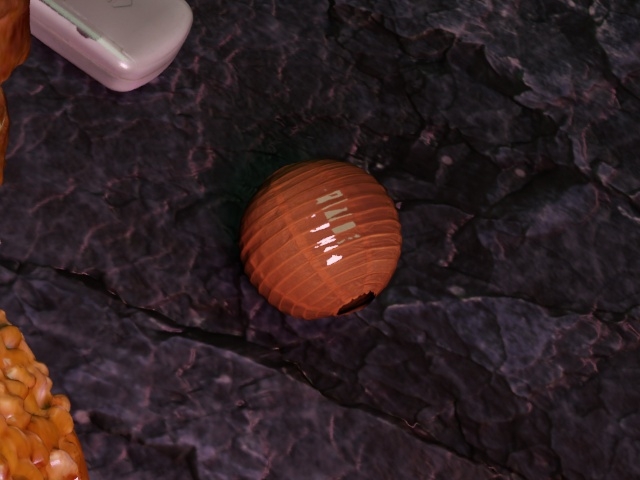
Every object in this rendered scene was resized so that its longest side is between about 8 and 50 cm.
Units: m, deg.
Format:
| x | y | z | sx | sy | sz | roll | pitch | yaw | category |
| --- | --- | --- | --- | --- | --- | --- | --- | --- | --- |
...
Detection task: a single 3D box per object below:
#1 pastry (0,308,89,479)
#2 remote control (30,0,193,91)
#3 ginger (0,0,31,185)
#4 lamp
| x | y | z | sx | sy | sz | roll | pitch | yaw | category |
| --- | --- | --- | --- | --- | --- | --- | --- | --- | --- |
| -0.310 | 0.153 | 1.148 | 0.409 | 0.245 | 0.410 | 27 | 36 | -22 | pastry |
| -0.252 | -0.246 | 1.754 | 0.296 | 0.056 | 0.140 | 36 | 41 | 0 | remote control |
| -0.391 | -0.210 | 1.445 | 0.418 | 0.176 | 0.254 | 26 | 46 | -14 | ginger |
| 0.000 | 0.000 | 1.615 | 0.136 | 0.136 | 0.136 | 18 | 42 | -17 | lamp |
